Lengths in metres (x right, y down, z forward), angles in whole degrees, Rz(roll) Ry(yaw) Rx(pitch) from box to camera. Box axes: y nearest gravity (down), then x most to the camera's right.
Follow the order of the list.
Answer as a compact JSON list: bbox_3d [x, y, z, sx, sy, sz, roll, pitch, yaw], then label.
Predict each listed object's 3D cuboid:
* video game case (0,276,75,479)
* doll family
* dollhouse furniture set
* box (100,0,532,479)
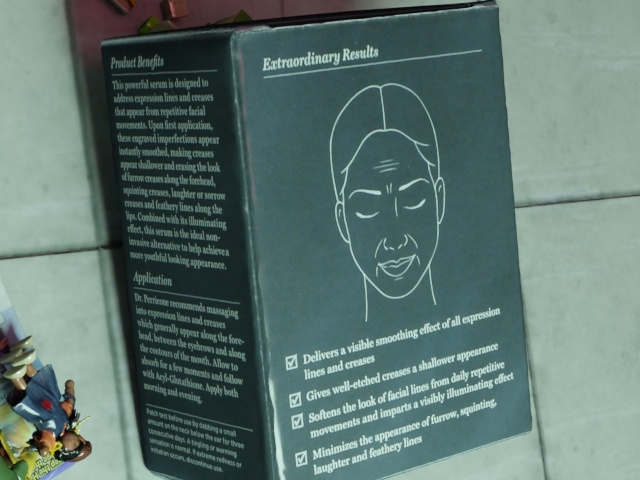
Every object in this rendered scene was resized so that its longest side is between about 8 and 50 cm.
[{"bbox_3d":[-0.336,0.121,1.289,0.269,0.061,0.244,-30,101,-52],"label":"video game case"},{"bbox_3d":[-0.229,0.155,1.305,0.111,0.076,0.193,57,37,-15],"label":"doll family"},{"bbox_3d":[-0.140,-0.227,1.526,0.152,0.059,0.076,41,61,-25],"label":"dollhouse furniture set"},{"bbox_3d":[0.000,0.000,1.467,0.294,0.212,0.395,-11,100,-37],"label":"box"}]
